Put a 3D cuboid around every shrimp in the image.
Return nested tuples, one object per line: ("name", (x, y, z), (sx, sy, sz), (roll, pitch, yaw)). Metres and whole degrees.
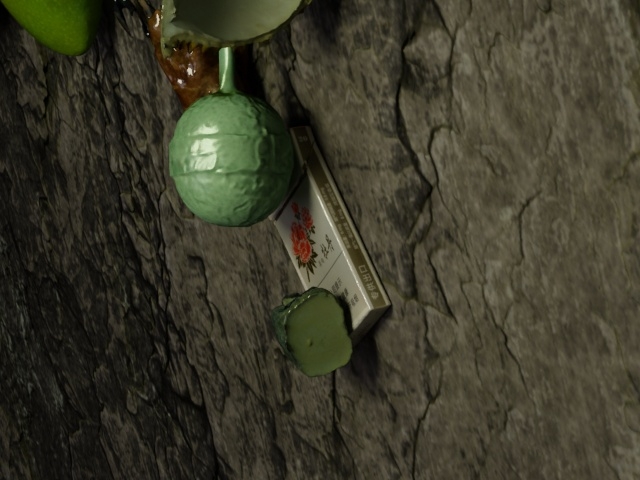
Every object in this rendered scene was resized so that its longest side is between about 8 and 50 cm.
("shrimp", (-0.187, -0.285, 1.916), (0.219, 0.046, 0.152), (36, 133, 58))

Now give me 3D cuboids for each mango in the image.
("mango", (-0.325, -0.369, 2.022), (0.192, 0.156, 0.343), (17, 131, 52))

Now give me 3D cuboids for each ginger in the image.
("ginger", (-0.107, -0.177, 1.774), (0.073, 0.103, 0.162), (-12, 120, 24))

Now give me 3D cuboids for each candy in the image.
("candy", (-0.090, -0.232, 1.686), (0.119, 0.119, 0.439), (-5, 88, 64))

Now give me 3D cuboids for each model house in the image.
("model house", (-0.012, 0.081, 1.707), (0.083, 0.066, 0.078), (-139, 26, -74))

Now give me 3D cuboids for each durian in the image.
("durian", (-0.066, -0.273, 1.566), (0.144, 0.139, 0.252), (31, 107, 20))

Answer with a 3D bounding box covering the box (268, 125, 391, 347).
("box", (0.000, 0.000, 1.721), (0.198, 0.029, 0.109), (65, 152, 17))
